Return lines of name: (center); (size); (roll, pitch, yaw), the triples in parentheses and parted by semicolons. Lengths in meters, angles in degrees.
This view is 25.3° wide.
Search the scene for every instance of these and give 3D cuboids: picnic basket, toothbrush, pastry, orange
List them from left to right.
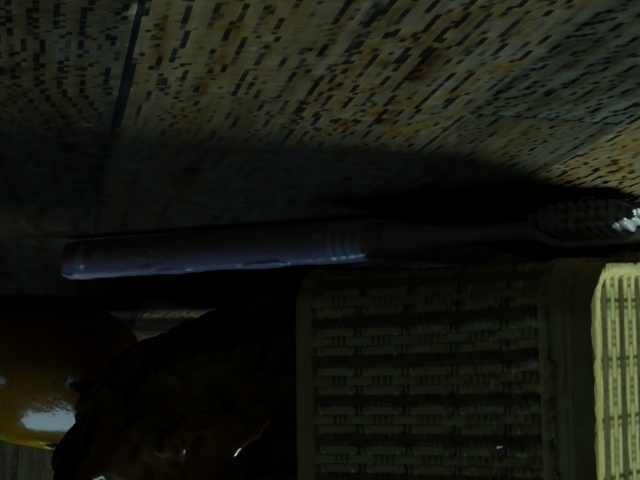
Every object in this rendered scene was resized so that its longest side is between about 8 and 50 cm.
orange: (-0.227, 0.117, 1.215); (0.156, 0.124, 0.156); (4, 174, 0)
pastry: (-0.029, 0.181, 1.017); (0.405, 0.292, 0.337); (-6, -179, 42)
toothbrush: (0.000, 0.000, 0.751); (0.354, 0.024, 0.029); (-4, 164, 30)
picnic basket: (0.148, 0.118, 0.760); (0.175, 0.228, 0.313); (-3, 176, 35)
